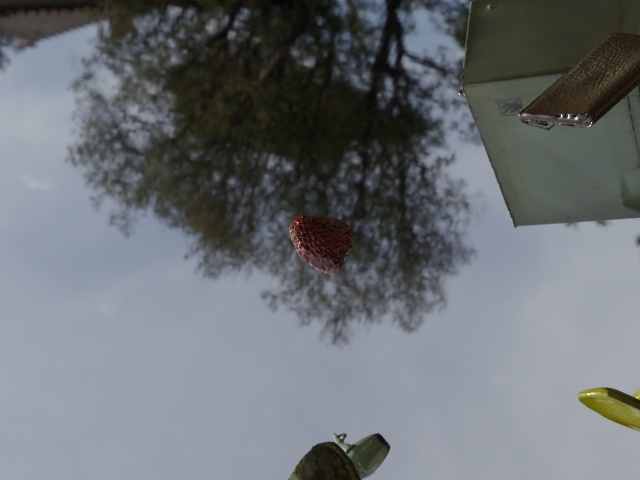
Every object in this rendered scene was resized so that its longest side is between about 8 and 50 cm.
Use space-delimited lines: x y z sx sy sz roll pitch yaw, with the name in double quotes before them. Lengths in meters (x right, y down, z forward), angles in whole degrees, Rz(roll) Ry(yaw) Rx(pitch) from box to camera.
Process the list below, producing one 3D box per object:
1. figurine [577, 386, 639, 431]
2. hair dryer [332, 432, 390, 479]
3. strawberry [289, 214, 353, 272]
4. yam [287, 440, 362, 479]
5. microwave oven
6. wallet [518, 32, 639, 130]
"figurine" 0.420 0.024 1.076 0.204 0.283 0.338 23 -110 0
"hair dryer" 0.023 0.410 2.055 0.167 0.067 0.199 -41 -164 -25
"strawberry" 0.000 0.000 1.599 0.096 0.083 0.083 33 -155 -10
"yam" 0.063 0.476 1.732 0.133 0.133 0.330 -9 -129 -40
"microwave oven" 0.452 -0.243 1.995 0.333 0.394 0.247 -3 -128 23
"wallet" 0.412 -0.234 1.647 0.243 0.039 0.133 -39 -149 -30
